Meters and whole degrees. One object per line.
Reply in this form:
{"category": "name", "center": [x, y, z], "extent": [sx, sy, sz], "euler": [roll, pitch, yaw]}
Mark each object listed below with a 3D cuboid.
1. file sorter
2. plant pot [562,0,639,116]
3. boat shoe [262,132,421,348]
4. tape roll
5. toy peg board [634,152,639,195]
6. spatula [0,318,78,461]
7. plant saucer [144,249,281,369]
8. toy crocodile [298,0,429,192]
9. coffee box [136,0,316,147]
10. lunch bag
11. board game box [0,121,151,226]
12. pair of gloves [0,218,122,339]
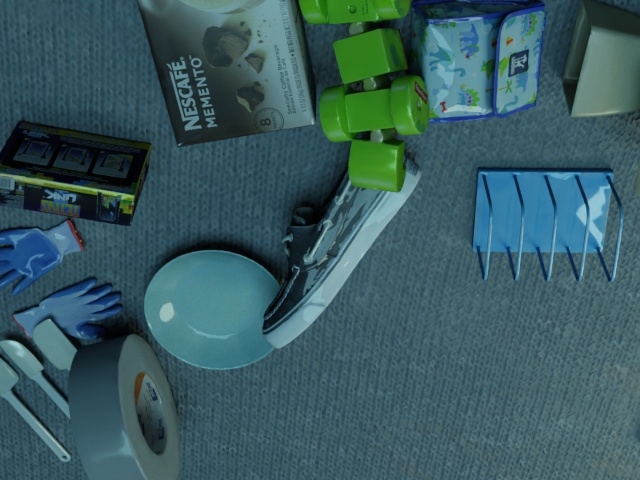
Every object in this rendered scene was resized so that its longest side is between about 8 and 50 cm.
{"category": "file sorter", "center": [0.283, -0.016, 1.380], "extent": [0.170, 0.104, 0.118], "euler": [1, 120, 2]}
{"category": "plant pot", "center": [0.339, -0.204, 1.259], "extent": [0.096, 0.109, 0.109], "euler": [9, 121, 2]}
{"category": "boat shoe", "center": [0.000, 0.000, 1.392], "extent": [0.102, 0.108, 0.301], "euler": [34, 108, -10]}
{"category": "tape roll", "center": [-0.259, 0.240, 1.480], "extent": [0.072, 0.219, 0.219], "euler": [-14, 119, 8]}
{"category": "toy peg board", "center": [0.433, -0.144, 1.248], "extent": [0.079, 0.161, 0.161], "euler": [22, 135, 30]}
{"category": "spatula", "center": [-0.386, 0.222, 1.590], "extent": [0.168, 0.019, 0.242], "euler": [-23, 122, 16]}
{"category": "plant saucer", "center": [-0.139, 0.087, 1.491], "extent": [0.195, 0.037, 0.195], "euler": [1, 121, 1]}
{"category": "toy crocodile", "center": [0.056, -0.219, 1.247], "extent": [0.115, 0.105, 0.341], "euler": [-5, 101, 25]}
{"category": "coffee box", "center": [-0.111, -0.270, 1.232], "extent": [0.168, 0.119, 0.297], "euler": [-8, 120, 5]}
{"category": "lunch bag", "center": [0.185, -0.211, 1.279], "extent": [0.151, 0.096, 0.129], "euler": [-6, 119, -10]}
{"category": "board game box", "center": [-0.300, -0.082, 1.335], "extent": [0.170, 0.141, 0.048], "euler": [10, 119, -4]}
{"category": "pair of gloves", "center": [-0.365, 0.062, 1.492], "extent": [0.159, 0.023, 0.198], "euler": [-19, 118, 13]}
